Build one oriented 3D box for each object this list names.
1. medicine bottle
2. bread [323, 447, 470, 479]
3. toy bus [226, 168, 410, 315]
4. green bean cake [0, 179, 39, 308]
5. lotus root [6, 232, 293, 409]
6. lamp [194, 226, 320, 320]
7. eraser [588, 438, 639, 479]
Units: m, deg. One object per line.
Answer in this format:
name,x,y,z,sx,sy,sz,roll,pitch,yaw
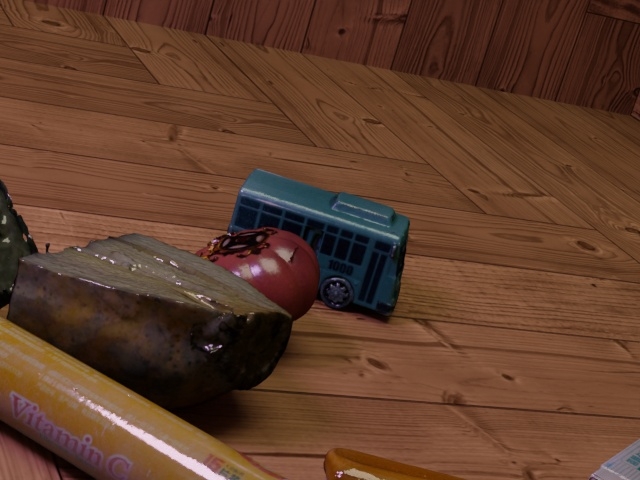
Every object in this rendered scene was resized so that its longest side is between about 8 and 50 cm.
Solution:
medicine bottle,-0.198,0.185,1.371,0.426,0.108,0.108,26,21,26
bread,0.113,0.273,1.438,0.239,0.073,0.092,15,12,-3
toy bus,0.000,0.000,1.997,0.256,0.147,0.128,17,21,4
green bean cake,-0.448,-0.017,1.518,0.241,0.132,0.255,-27,87,-56
lotus root,-0.170,0.101,1.574,0.260,0.149,0.267,19,13,17
lamp,-0.086,0.062,1.767,0.182,0.140,0.182,-13,17,4
eraser,0.392,0.286,1.669,0.096,0.052,0.225,29,22,26
